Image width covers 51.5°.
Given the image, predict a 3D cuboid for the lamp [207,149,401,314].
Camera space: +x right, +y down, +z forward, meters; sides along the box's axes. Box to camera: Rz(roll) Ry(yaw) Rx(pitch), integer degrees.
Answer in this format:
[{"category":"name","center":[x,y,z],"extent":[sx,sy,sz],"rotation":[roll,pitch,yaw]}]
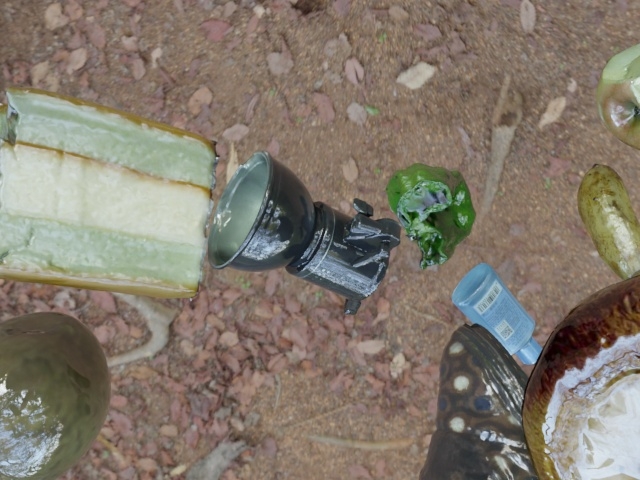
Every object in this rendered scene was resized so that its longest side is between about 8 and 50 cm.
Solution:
[{"category":"lamp","center":[0.000,0.000,0.806],"extent":[0.227,0.147,0.172],"rotation":[23,145,-26]}]

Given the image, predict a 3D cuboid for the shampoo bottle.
[{"category":"shampoo bottle","center":[0.366,0.161,1.331],"extent":[0.104,0.061,0.258],"rotation":[-48,119,-8]}]

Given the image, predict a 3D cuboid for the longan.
[{"category":"longan","center":[-0.379,0.200,0.847],"extent":[0.246,0.246,0.215],"rotation":[-36,123,20]}]

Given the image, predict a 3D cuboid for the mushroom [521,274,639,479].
[{"category":"mushroom","center":[0.365,0.177,0.636],"extent":[0.344,0.239,0.346],"rotation":[-1,85,18]}]

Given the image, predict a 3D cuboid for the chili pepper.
[{"category":"chili pepper","center":[0.236,-0.069,1.383],"extent":[0.167,0.385,0.213],"rotation":[-31,91,11]}]

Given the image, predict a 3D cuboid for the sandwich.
[{"category":"sandwich","center":[-0.233,-0.034,0.617],"extent":[0.198,0.227,0.155],"rotation":[11,82,-31]}]

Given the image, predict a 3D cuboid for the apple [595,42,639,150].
[{"category":"apple","center":[0.558,-0.234,1.088],"extent":[0.188,0.174,0.207],"rotation":[-28,68,-5]}]

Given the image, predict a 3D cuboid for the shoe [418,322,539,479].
[{"category":"shoe","center":[0.260,0.330,1.055],"extent":[0.237,0.384,0.171],"rotation":[-32,141,6]}]

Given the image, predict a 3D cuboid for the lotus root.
[{"category":"lotus root","center":[0.579,-0.038,1.324],"extent":[0.097,0.259,0.110],"rotation":[-13,153,5]}]
